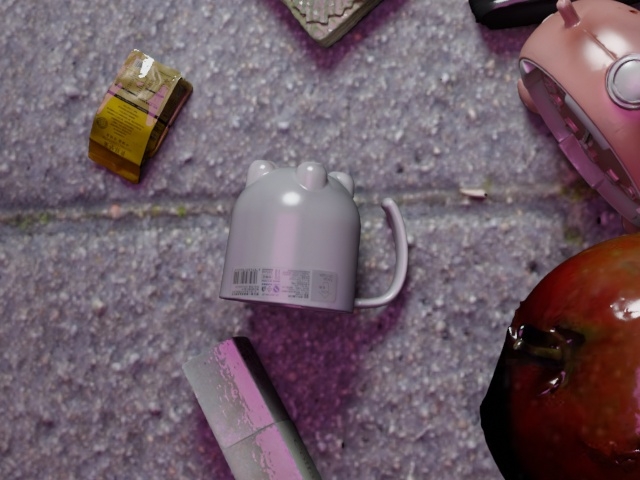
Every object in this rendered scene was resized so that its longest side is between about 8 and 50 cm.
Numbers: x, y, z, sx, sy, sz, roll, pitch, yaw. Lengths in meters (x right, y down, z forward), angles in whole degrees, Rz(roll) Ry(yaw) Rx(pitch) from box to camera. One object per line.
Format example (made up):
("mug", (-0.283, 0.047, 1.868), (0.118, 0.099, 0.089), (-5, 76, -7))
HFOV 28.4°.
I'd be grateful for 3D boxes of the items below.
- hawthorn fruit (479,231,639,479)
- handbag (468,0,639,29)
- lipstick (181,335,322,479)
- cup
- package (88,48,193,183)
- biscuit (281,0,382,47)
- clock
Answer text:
("hawthorn fruit", (0.293, 0.137, 1.100), (0.316, 0.316, 0.316), (-1, 85, 14))
("handbag", (0.265, -0.347, 1.247), (0.275, 0.088, 0.244), (-9, 87, 12))
("lipstick", (-0.037, 0.251, 1.276), (0.068, 0.066, 0.317), (-30, 79, 11))
("cup", (-0.006, -0.002, 1.256), (0.174, 0.134, 0.142), (6, 85, 16))
("package", (-0.199, -0.133, 1.359), (0.071, 0.047, 0.131), (31, 91, 11))
("biscuit", (-0.019, -0.342, 1.330), (0.150, 0.052, 0.252), (-39, 77, 8))
("clock", (0.287, -0.124, 1.141), (0.142, 0.241, 0.227), (-37, 77, 5))
